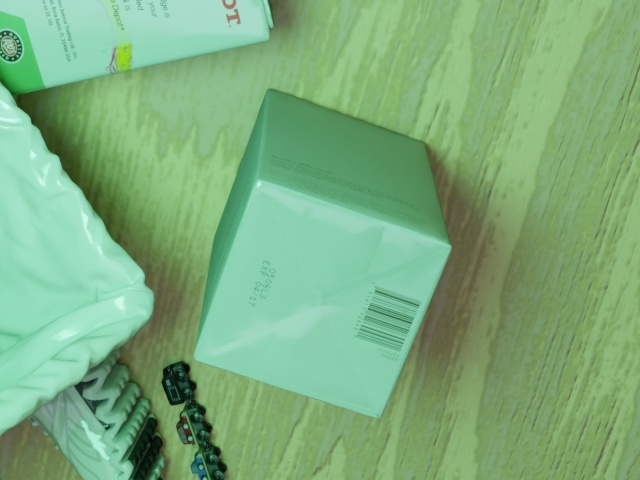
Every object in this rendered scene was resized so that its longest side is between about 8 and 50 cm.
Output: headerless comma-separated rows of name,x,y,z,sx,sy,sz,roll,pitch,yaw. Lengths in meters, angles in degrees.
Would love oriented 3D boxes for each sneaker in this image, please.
sneaker,-0.249,0.182,1.453,0.118,0.110,0.292,-15,103,13

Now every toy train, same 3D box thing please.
toy train,-0.139,0.204,1.497,0.036,0.027,0.158,-14,111,8

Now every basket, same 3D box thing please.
basket,-0.393,0.046,1.209,0.266,0.328,0.331,-30,96,49

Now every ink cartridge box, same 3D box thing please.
ink cartridge box,-0.196,-0.262,1.262,0.278,0.117,0.201,-12,111,4

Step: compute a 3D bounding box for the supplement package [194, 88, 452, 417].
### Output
supplement package,0.000,0.000,1.276,0.175,0.293,0.177,18,110,-8
